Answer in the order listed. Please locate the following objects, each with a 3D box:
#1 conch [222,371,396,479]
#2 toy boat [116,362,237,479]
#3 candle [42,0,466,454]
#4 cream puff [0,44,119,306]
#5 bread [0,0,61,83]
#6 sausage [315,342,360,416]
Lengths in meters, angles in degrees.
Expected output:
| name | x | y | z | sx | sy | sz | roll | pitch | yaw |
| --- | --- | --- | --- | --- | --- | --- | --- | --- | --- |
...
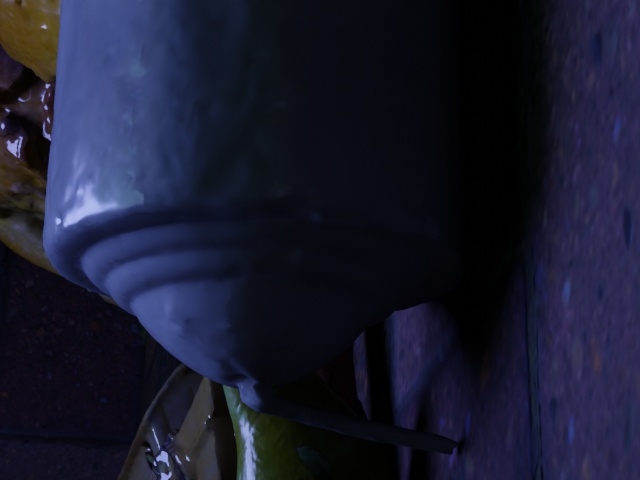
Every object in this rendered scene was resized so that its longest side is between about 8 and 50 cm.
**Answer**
| name | x | y | z | sx | sy | sz | roll | pitch | yaw |
| --- | --- | --- | --- | --- | --- | --- | --- | --- | --- |
| conch | 0.003 | 0.157 | 0.867 | 0.079 | 0.095 | 0.201 | -27 | 67 | 58 |
| toy boat | -0.084 | 0.186 | 1.248 | 0.445 | 0.135 | 0.162 | 122 | 134 | -62 |
| candle | -0.031 | -0.072 | 0.830 | 0.221 | 0.221 | 0.343 | 122 | 152 | -68 |
| cream puff | -0.138 | -0.116 | 1.274 | 0.231 | 0.327 | 0.343 | -17 | 98 | 40 |
| bread | -0.094 | -0.256 | 1.060 | 0.340 | 0.194 | 0.179 | -56 | -28 | -20 |
| sausage | -0.005 | 0.063 | 1.002 | 0.078 | 0.078 | 0.304 | 109 | 162 | -53 |
